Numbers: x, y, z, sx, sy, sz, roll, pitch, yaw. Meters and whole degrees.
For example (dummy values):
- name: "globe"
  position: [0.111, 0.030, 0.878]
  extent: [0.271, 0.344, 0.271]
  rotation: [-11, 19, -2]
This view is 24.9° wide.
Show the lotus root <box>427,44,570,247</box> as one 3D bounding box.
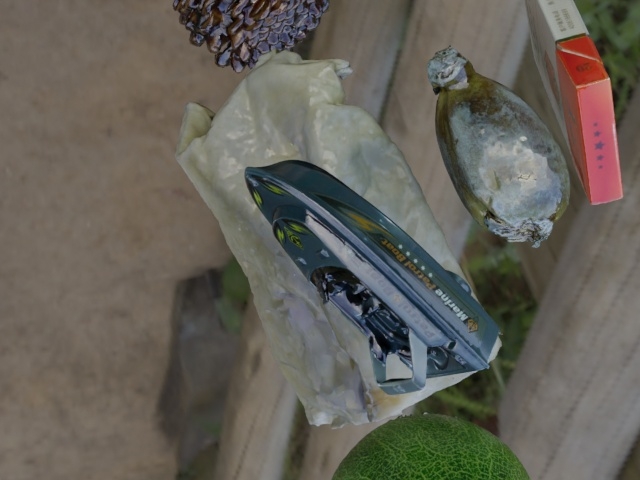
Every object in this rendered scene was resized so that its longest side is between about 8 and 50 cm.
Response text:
- name: "lotus root"
  position: [0.132, -0.071, 1.102]
  extent: [0.088, 0.165, 0.088]
  rotation: [-28, 169, -6]

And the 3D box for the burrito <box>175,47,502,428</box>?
- name: "burrito"
  position: [-0.003, 0.002, 1.281]
  extent: [0.190, 0.135, 0.332]
  rotation: [-22, 102, 38]

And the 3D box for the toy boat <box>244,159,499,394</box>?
- name: "toy boat"
  position: [0.032, 0.026, 1.119]
  extent: [0.246, 0.103, 0.093]
  rotation: [43, 155, -14]

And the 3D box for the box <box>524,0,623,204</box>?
- name: "box"
  position: [0.227, -0.159, 1.332]
  extent: [0.035, 0.245, 0.139]
  rotation: [-13, 131, 4]

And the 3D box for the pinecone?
- name: "pinecone"
  position: [-0.087, -0.320, 1.756]
  extent: [0.221, 0.221, 0.221]
  rotation: [-8, 133, -9]

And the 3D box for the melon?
- name: "melon"
  position: [0.162, 0.279, 1.713]
  extent: [0.265, 0.169, 0.129]
  rotation: [14, 88, -15]
